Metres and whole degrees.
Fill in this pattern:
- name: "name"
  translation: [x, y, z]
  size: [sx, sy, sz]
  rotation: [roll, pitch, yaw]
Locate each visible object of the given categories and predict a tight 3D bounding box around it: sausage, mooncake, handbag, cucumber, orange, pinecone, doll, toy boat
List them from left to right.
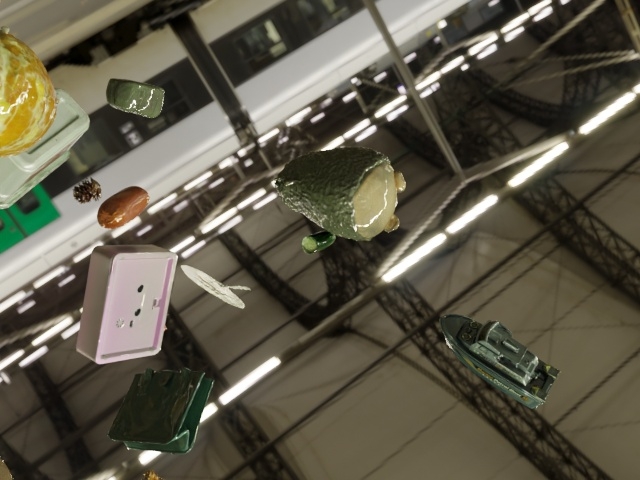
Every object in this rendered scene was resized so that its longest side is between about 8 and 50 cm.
- name: "orange"
  translation: [-0.673, -0.288, 1.398]
  size: [0.330, 0.249, 0.329]
  rotation: [9, -177, 0]
- name: "pinecone"
  translation: [-0.681, -0.143, 2.137]
  size: [0.083, 0.077, 0.077]
  rotation: [-20, -167, -13]
- name: "sausage"
  translation: [-0.654, -0.108, 2.420]
  size: [0.114, 0.113, 0.259]
  rotation: [-27, -167, 13]
- name: "mooncake"
  translation: [-0.580, -0.448, 2.288]
  size: [0.175, 0.104, 0.168]
  rotation: [13, -168, -12]
- name: "handbag"
  translation: [-0.470, 0.494, 2.148]
  size: [0.327, 0.089, 0.238]
  rotation: [-11, -128, 40]
- name: "cucumber"
  translation: [0.000, 0.000, 1.880]
  size: [0.048, 0.048, 0.105]
  rotation: [-17, -176, 41]
- name: "doll"
  translation: [0.048, -0.129, 1.896]
  size: [0.350, 0.247, 0.247]
  rotation: [12, -139, 38]
- name: "toy boat"
  translation: [0.404, 0.261, 1.693]
  size: [0.114, 0.296, 0.122]
  rotation: [-45, 164, -40]

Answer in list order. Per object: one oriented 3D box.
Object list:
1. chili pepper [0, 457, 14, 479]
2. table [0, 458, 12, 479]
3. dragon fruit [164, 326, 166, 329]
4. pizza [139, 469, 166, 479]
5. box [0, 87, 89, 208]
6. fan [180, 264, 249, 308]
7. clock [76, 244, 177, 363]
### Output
- name: "chili pepper"
  translation: [-0.775, 0.555, 1.729]
  size: [0.122, 0.278, 0.065]
  rotation: [9, -143, 44]
- name: "table"
  translation: [-0.759, 0.523, 1.465]
  size: [0.227, 0.167, 0.167]
  rotation: [-22, -162, 26]
- name: "dragon fruit"
  translation: [-0.472, 0.212, 1.968]
  size: [0.116, 0.081, 0.086]
  rotation: [27, -159, 25]
- name: "pizza"
  translation: [-0.469, 0.727, 2.015]
  size: [0.336, 0.225, 0.086]
  rotation: [10, -162, -5]
- name: "box"
  translation: [-0.713, -0.240, 1.788]
  size: [0.183, 0.175, 0.311]
  rotation: [-28, -160, 37]
- name: "fan"
  translation: [-0.236, 0.110, 1.773]
  size: [0.009, 0.191, 0.329]
  rotation: [-57, -160, -18]
- name: "clock"
  translation: [-0.340, 0.108, 1.294]
  size: [0.063, 0.197, 0.150]
  rotation: [18, -169, 34]
